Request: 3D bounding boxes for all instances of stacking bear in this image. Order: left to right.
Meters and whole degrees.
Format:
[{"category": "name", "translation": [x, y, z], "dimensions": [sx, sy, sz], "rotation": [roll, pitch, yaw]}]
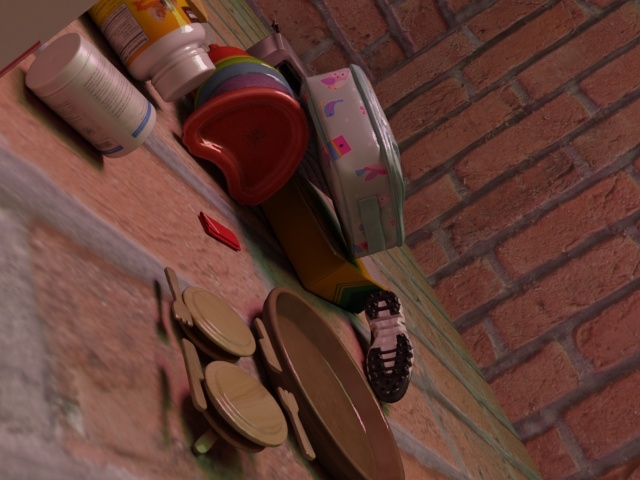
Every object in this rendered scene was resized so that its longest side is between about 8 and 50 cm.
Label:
[{"category": "stacking bear", "translation": [-0.130, -0.215, 1.165], "dimensions": [0.175, 0.164, 0.289], "rotation": [49, 8, -36]}]

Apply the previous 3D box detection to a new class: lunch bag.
[{"category": "lunch bag", "translation": [0.058, -0.106, 1.131], "dimensions": [0.279, 0.108, 0.224], "rotation": [72, -2, -62]}]

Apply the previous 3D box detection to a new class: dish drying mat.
[{"category": "dish drying mat", "translation": [-0.124, -0.011, 0.934], "dimensions": [0.032, 0.008, 0.083], "rotation": [60, 11, 26]}]

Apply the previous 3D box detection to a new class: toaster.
[{"category": "toaster", "translation": [-0.106, -0.325, 1.560], "dimensions": [0.185, 0.168, 0.110], "rotation": [51, 12, -31]}]

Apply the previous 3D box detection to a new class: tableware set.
[{"category": "tableware set", "translation": [-0.085, 0.112, 0.650], "dimensions": [0.128, 0.039, 0.194], "rotation": [35, 14, -34]}]

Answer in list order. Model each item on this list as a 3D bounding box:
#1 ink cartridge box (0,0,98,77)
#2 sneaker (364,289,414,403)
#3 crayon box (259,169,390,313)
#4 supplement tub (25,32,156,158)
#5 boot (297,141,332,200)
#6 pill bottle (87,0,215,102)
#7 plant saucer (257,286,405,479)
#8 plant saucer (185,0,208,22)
[{"category": "ink cartridge box", "translation": [-0.265, -0.226, 0.497], "dimensions": [0.218, 0.158, 0.092], "rotation": [57, 10, 6]}, {"category": "sneaker", "translation": [0.121, 0.193, 1.254], "dimensions": [0.234, 0.078, 0.106], "rotation": [-91, 166, -54]}, {"category": "crayon box", "translation": [0.000, 0.000, 1.285], "dimensions": [0.203, 0.083, 0.323], "rotation": [61, 10, 23]}, {"category": "supplement tub", "translation": [-0.214, -0.135, 0.709], "dimensions": [0.107, 0.071, 0.071], "rotation": [48, 13, -44]}, {"category": "boot", "translation": [0.016, -0.159, 1.812], "dimensions": [0.222, 0.118, 0.338], "rotation": [51, 14, -56]}, {"category": "pill bottle", "translation": [-0.233, -0.295, 0.992], "dimensions": [0.215, 0.117, 0.117], "rotation": [56, 10, -5]}, {"category": "plant saucer", "translation": [0.009, 0.180, 0.879], "dimensions": [0.278, 0.041, 0.278], "rotation": [53, 10, -14]}, {"category": "plant saucer", "translation": [-0.362, -0.567, 1.359], "dimensions": [0.333, 0.081, 0.332], "rotation": [45, 15, -50]}]
